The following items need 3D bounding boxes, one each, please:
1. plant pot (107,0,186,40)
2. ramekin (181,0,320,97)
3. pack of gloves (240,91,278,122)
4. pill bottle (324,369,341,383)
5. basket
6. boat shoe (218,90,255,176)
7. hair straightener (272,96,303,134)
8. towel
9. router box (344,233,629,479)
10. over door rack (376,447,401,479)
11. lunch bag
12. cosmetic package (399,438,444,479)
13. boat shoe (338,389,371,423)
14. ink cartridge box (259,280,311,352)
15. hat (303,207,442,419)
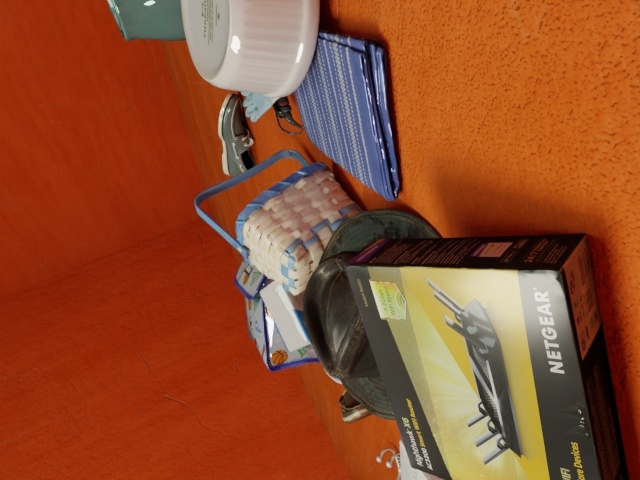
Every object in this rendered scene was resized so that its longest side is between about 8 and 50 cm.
[{"bbox_3d":[-0.379,-0.600,1.175,0.271,0.255,0.271,57,162,29],"label":"plant pot"},{"bbox_3d":[-0.122,-0.359,0.764,0.273,0.127,0.272,30,127,51],"label":"ramekin"},{"bbox_3d":[-0.103,-0.338,0.913,0.232,0.046,0.194,-14,88,60],"label":"pack of gloves"},{"bbox_3d":[0.064,0.285,1.242,0.124,0.124,0.221,58,162,29],"label":"pill bottle"},{"bbox_3d":[-0.075,-0.050,0.974,0.289,0.255,0.201,47,156,24],"label":"basket"},{"bbox_3d":[-0.245,-0.314,1.512,0.099,0.116,0.319,19,143,6],"label":"boat shoe"},{"bbox_3d":[-0.088,-0.312,1.004,0.230,0.047,0.089,65,165,9],"label":"hair straightener"},{"bbox_3d":[0.026,-0.226,0.803,0.336,0.040,0.243,49,159,53],"label":"towel"},{"bbox_3d":[0.181,0.147,0.551,0.243,0.081,0.308,-2,113,45],"label":"router box"},{"bbox_3d":[0.255,0.720,1.281,0.324,0.108,0.239,63,165,11],"label":"over door rack"},{"bbox_3d":[-0.134,0.170,1.562,0.328,0.239,0.384,-156,60,-69],"label":"lunch bag"},{"bbox_3d":[0.252,0.452,0.840,0.224,0.138,0.224,49,157,44],"label":"cosmetic package"},{"bbox_3d":[0.097,0.506,1.526,0.257,0.095,0.095,110,140,-69],"label":"boat shoe"},{"bbox_3d":[-0.006,0.132,1.072,0.086,0.203,0.148,-36,76,44],"label":"ink cartridge box"},{"bbox_3d":[0.059,0.117,0.738,0.332,0.134,0.330,4,96,45],"label":"hat"}]
